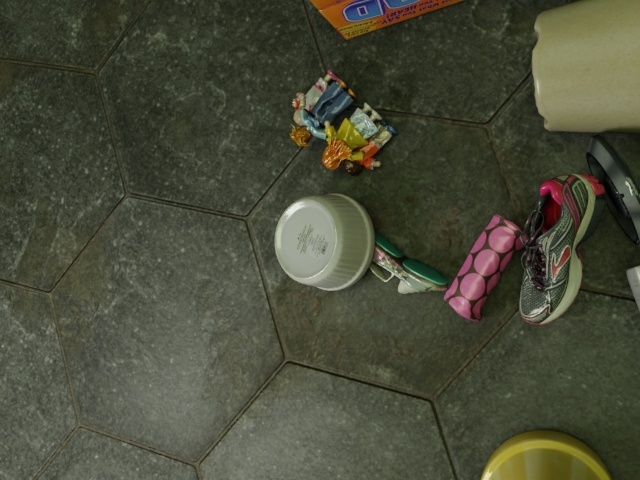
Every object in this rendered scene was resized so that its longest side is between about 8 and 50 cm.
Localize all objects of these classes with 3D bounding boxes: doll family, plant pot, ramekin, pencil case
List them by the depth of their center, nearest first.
[{"bbox_3d":[0.402,0.488,1.203,0.254,0.239,0.254,0,88,17],"label":"plant pot"},{"bbox_3d":[0.551,-0.317,1.208,0.305,0.333,0.334,-1,85,30],"label":"plant pot"},{"bbox_3d":[0.331,0.057,1.348,0.209,0.098,0.095,-59,27,6],"label":"pencil case"},{"bbox_3d":[0.000,0.000,1.420,0.207,0.109,0.207,-4,83,38],"label":"ramekin"},{"bbox_3d":[0.024,-0.249,1.458,0.163,0.118,0.263,-47,74,10],"label":"doll family"}]

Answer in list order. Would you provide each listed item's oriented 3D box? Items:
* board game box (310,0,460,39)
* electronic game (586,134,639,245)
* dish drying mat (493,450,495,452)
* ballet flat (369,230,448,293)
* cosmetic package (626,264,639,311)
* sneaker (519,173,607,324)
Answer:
[{"bbox_3d":[0.126,-0.668,1.327,0.356,0.356,0.357,-13,81,20],"label":"board game box"},{"bbox_3d":[0.540,-0.085,1.213,0.048,0.229,0.229,-27,78,13],"label":"electronic game"},{"bbox_3d":[0.386,0.421,1.340,0.083,0.008,0.032,-20,80,17],"label":"dish drying mat"},{"bbox_3d":[0.162,0.060,1.419,0.221,0.077,0.079,34,115,23],"label":"ballet flat"},{"bbox_3d":[0.721,0.229,1.164,0.230,0.161,0.453,-20,80,16],"label":"cosmetic package"},{"bbox_3d":[0.419,0.017,1.265,0.121,0.112,0.299,39,126,53],"label":"sneaker"}]
